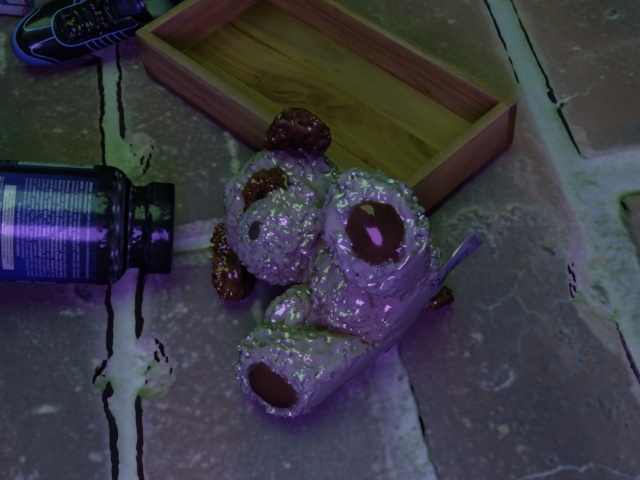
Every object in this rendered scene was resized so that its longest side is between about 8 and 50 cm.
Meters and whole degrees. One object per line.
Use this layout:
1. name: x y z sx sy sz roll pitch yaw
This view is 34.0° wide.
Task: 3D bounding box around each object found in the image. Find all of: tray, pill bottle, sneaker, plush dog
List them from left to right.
1. pill bottle: -0.258 -0.017 1.049 0.219 0.123 0.123 3 50 -10
2. sneaker: -0.267 -0.279 1.284 0.232 0.090 0.081 -23 96 -14
3. tray: -0.002 -0.176 1.203 0.203 0.076 0.411 -39 57 -24
4. plush dog: 0.000 0.000 0.988 0.225 0.262 0.210 44 32 22

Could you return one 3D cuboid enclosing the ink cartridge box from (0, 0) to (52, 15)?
1. ink cartridge box: -0.361 -0.365 1.385 0.231 0.078 0.134 7 52 10
